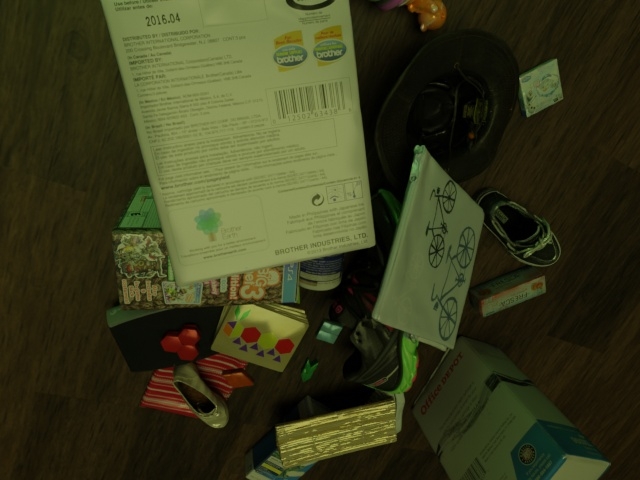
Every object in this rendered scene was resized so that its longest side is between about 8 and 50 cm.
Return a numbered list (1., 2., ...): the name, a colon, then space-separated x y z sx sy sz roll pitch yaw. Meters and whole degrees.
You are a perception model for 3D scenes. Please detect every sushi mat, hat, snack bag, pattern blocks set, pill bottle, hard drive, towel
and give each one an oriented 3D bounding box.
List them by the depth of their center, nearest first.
1. snack bag: 0.216 0.038 0.810 0.342 0.037 0.323 27 77 -47
2. hat: 0.219 -0.249 0.822 0.331 0.134 0.331 -15 125 -23
3. pattern blocks set: -0.132 0.193 0.892 0.324 0.026 0.285 32 105 -19
4. pill bottle: 0.000 0.000 0.892 0.112 0.112 0.187 0 114 -14
5. hard drive: -0.307 0.191 0.904 0.254 0.054 0.172 -13 116 -5
6. towel: -0.288 0.316 1.013 0.198 0.031 0.275 23 107 -21
7. sushi mat: 0.044 0.501 1.091 0.316 0.019 0.151 -11 115 -6

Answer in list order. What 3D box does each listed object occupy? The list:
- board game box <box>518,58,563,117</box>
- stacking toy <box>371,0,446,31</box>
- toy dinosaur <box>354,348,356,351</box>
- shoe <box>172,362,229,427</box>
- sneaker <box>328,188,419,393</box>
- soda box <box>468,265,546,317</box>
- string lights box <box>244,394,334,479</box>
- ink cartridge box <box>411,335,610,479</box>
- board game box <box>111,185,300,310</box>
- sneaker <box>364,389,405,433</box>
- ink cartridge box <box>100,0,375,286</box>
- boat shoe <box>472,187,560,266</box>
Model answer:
1. board game box: 0.471 -0.328 0.909 0.090 0.020 0.090 -27 118 0
2. stacking toy: 0.113 -0.458 0.705 0.301 0.165 0.175 24 94 -34
3. toy dinosaur: 0.126 0.270 1.070 0.082 0.090 0.047 -50 121 -33
4. shoe: -0.283 0.377 0.992 0.076 0.058 0.219 -24 116 2
5. sneaker: 0.119 0.129 0.938 0.202 0.185 0.483 0 104 2
6. soda box: 0.484 0.131 1.096 0.183 0.063 0.058 -20 117 -3
7. string lights box: -0.071 0.555 1.147 0.133 0.077 0.260 40 100 -24
8. ink cartridge box: 0.437 0.480 1.061 0.166 0.395 0.286 19 108 -23
9. board game box: -0.198 0.001 0.778 0.290 0.232 0.141 0 115 -13
10. sneaker: 0.169 0.442 1.144 0.091 0.094 0.258 -13 117 -13
11. ink cartridge box: -0.090 -0.169 0.544 0.269 0.151 0.396 -11 109 -9
12. boat shoe: 0.492 -0.016 1.008 0.306 0.105 0.113 38 101 -25
